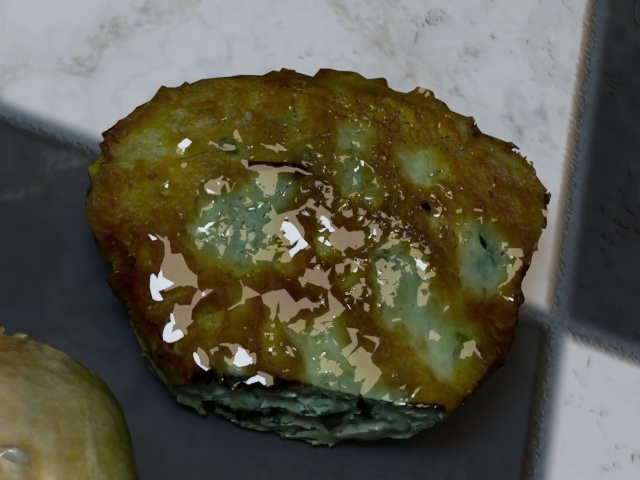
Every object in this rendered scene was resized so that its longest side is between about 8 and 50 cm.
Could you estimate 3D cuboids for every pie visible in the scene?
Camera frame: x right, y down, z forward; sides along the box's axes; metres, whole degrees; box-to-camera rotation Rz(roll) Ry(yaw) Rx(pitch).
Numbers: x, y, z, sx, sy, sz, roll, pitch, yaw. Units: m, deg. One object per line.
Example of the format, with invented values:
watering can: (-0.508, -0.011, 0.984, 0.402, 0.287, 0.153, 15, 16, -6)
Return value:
pie: (0.000, 0.000, 1.316, 0.354, 0.103, 0.288, 7, 59, -15)

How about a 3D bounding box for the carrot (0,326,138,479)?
carrot: (-0.278, 0.165, 1.027, 0.340, 0.224, 0.224, -4, 63, -18)
